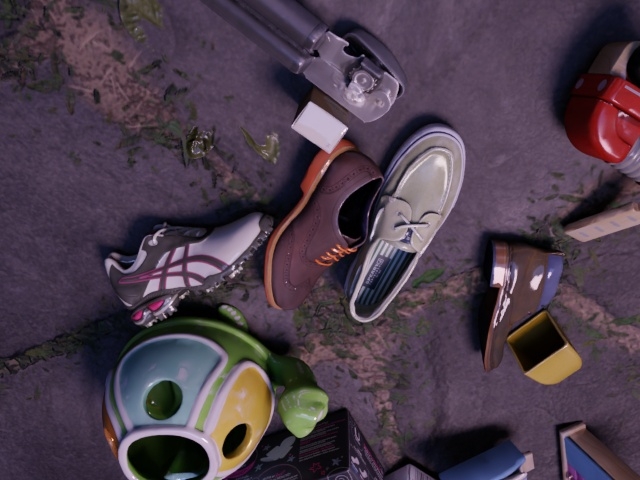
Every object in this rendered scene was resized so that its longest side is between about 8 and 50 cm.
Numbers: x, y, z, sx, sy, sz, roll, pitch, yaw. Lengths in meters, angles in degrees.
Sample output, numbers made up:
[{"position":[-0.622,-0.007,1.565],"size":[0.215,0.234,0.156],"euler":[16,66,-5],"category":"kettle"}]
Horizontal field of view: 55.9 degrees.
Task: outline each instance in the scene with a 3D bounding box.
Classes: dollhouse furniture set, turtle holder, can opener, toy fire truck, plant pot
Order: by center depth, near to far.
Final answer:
[{"position":[-0.017,-0.259,0.755],"size":[0.283,0.095,0.076],"euler":[37,136,-6],"category":"can opener"},{"position":[0.398,-0.105,0.780],"size":[0.217,0.158,0.246],"euler":[26,103,-11],"category":"toy fire truck"},{"position":[-0.169,0.258,0.912],"size":[0.321,0.227,0.243],"euler":[19,114,-7],"category":"turtle holder"},{"position":[0.357,0.176,0.941],"size":[0.081,0.081,0.083],"euler":[-42,120,19],"category":"plant pot"},{"position":[0.367,0.494,0.977],"size":[0.304,0.198,0.286],"euler":[-19,115,-10],"category":"dollhouse furniture set"}]

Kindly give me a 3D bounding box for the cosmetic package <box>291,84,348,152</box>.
[{"position":[0.002,-0.159,0.768],"size":[0.060,0.115,0.041],"euler":[33,113,-14],"category":"cosmetic package"}]

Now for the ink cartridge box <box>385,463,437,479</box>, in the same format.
[{"position":[0.162,0.523,1.139],"size":[0.189,0.066,0.232],"euler":[35,132,-14],"category":"ink cartridge box"}]

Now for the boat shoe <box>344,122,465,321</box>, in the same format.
[{"position":[0.120,-0.014,0.845],"size":[0.109,0.094,0.302],"euler":[18,115,-7],"category":"boat shoe"}]

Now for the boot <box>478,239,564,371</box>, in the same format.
[{"position":[0.298,0.105,0.904],"size":[0.106,0.082,0.219],"euler":[1,114,4],"category":"boot"}]

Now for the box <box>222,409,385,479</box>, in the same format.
[{"position":[-0.028,0.428,1.038],"size":[0.247,0.142,0.163],"euler":[-23,114,13],"category":"box"}]

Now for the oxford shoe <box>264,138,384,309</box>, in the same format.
[{"position":[0.000,0.000,0.837],"size":[0.097,0.098,0.271],"euler":[-3,125,-43],"category":"oxford shoe"}]

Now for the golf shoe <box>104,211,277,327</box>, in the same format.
[{"position":[-0.192,0.021,0.871],"size":[0.273,0.105,0.120],"euler":[-30,104,15],"category":"golf shoe"}]
